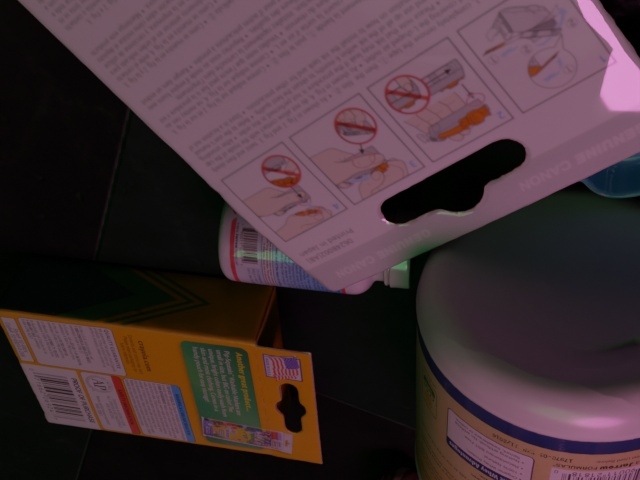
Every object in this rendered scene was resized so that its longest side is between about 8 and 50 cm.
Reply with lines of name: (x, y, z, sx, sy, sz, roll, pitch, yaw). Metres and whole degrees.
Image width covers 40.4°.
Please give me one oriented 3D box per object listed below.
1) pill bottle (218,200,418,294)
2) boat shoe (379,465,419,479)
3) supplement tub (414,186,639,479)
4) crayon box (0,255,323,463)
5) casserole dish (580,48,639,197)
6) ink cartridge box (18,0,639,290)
pill bottle: (0.000, 0.000, 0.740, 0.160, 0.087, 0.087, 6, 136, 10)
boat shoe: (0.079, 0.363, 1.090, 0.095, 0.095, 0.257, 7, 137, 18)
supplement tub: (0.192, 0.138, 0.723, 0.228, 0.228, 0.316, 5, 136, 11)
crayon box: (-0.152, 0.128, 0.920, 0.322, 0.083, 0.203, 7, 136, 11)
casserole dish: (0.253, -0.095, 0.606, 0.188, 0.037, 0.114, -18, 128, 32)
ink cartridge box: (0.002, -0.159, 0.565, 0.308, 0.091, 0.385, -27, 120, 35)
